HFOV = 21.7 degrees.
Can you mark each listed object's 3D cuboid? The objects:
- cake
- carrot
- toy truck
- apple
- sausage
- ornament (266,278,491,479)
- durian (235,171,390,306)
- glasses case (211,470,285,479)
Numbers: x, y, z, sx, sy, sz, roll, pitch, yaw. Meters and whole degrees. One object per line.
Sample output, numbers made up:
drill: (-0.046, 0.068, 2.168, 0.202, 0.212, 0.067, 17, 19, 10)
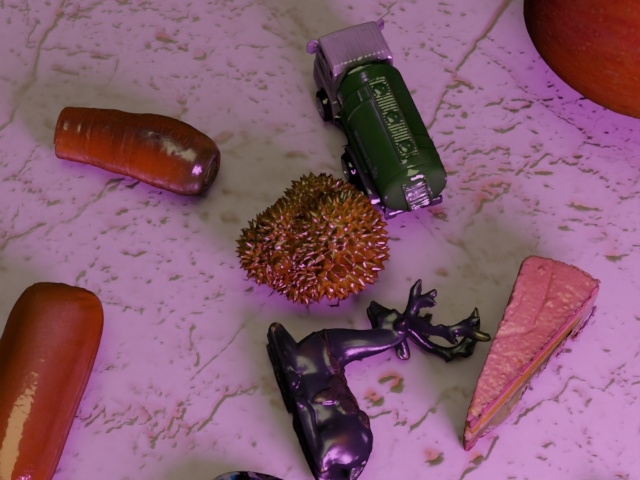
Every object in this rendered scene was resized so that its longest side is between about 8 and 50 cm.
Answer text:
cake: (0.202, 0.116, 1.791, 0.090, 0.109, 0.225, 37, 68, 15)
carrot: (-0.211, -0.110, 1.921, 0.193, 0.087, 0.087, 19, 64, 11)
toy truck: (0.067, -0.135, 1.912, 0.101, 0.125, 0.243, -19, 63, -9)
apple: (0.394, -0.306, 1.889, 0.339, 0.339, 0.340, 0, 63, 0)
sausage: (-0.308, 0.170, 1.767, 0.105, 0.105, 0.274, 13, 64, 6)
ornament: (0.079, 0.146, 1.793, 0.236, 0.080, 0.202, -17, 61, -9)
durian: (0.000, 0.000, 1.837, 0.158, 0.137, 0.168, 27, 43, 24)
glasses case: (-0.092, 0.388, 1.669, 0.125, 0.076, 0.328, 9, 62, 6)
